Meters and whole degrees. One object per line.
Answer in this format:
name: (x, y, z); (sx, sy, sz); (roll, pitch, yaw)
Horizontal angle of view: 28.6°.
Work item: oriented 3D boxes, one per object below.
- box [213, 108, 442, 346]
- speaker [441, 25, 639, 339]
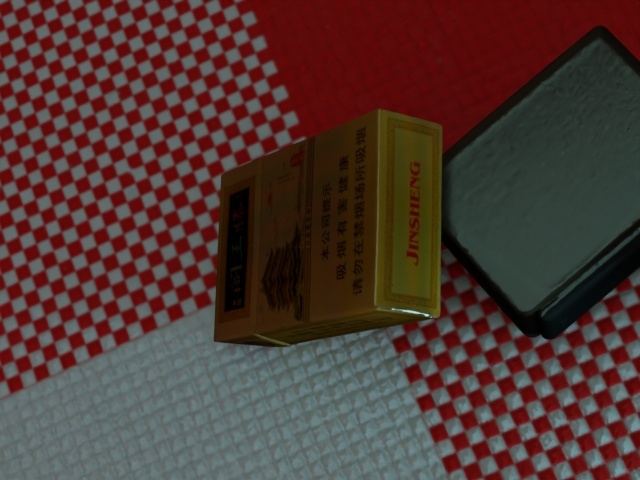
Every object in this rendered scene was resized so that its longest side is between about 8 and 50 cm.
box: (0.000, 0.000, 1.154); (0.274, 0.076, 0.174); (-16, 67, 55)
speaker: (0.226, -0.048, 1.160); (0.231, 0.153, 0.192); (-40, 72, 1)
